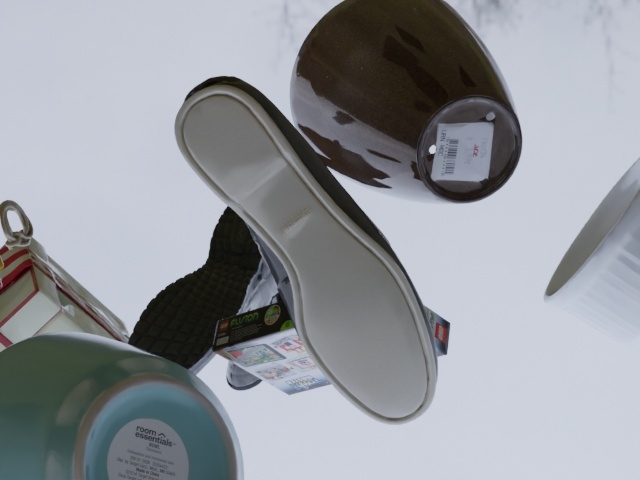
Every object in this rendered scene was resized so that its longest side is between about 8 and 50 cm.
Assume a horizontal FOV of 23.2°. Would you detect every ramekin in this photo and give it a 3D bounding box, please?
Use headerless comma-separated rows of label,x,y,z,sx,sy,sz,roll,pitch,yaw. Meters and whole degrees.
ramekin,0.444,0.011,2.166,0.135,0.277,0.277,35,-147,0

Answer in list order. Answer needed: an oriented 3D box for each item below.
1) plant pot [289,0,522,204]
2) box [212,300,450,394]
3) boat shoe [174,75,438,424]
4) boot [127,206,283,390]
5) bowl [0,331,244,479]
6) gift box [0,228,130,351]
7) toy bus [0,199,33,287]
plant pot,0.103,-0.122,1.542,0.215,0.215,0.230,-10,-157,-14
box,0.008,0.093,1.490,0.207,0.114,0.036,-18,-129,39
boat shoe,0.000,0.000,1.329,0.112,0.335,0.095,-32,-173,17
boot,-0.119,0.125,2.019,0.118,0.222,0.338,18,-131,25
bowl,-0.195,0.230,1.498,0.311,0.311,0.163,-28,-174,-40
gift box,-0.436,0.155,2.225,0.255,0.258,0.276,-45,-152,-1
toy bus,-0.333,0.017,1.222,0.104,0.202,0.191,-19,-132,21
